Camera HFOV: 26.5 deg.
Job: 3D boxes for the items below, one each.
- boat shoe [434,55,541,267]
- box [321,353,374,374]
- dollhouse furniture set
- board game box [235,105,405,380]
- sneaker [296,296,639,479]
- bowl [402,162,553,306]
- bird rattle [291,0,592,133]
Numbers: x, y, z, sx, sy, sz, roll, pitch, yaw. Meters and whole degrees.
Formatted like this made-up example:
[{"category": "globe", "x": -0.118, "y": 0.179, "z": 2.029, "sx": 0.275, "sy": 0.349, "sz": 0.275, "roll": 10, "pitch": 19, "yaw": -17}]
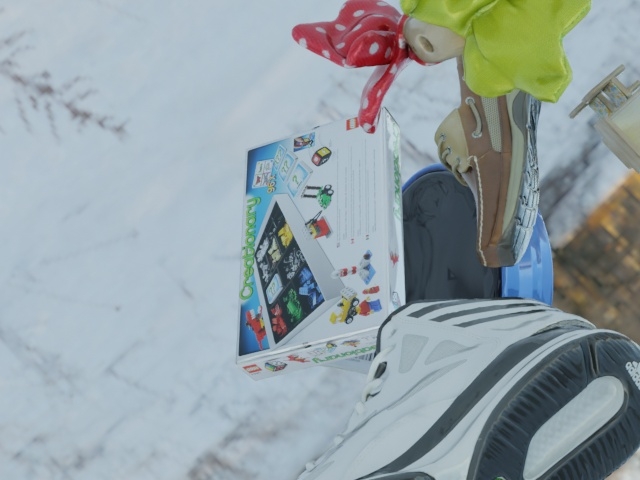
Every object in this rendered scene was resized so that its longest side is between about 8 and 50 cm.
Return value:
[{"category": "boat shoe", "x": 0.202, "y": -0.115, "z": 1.652, "sx": 0.122, "sy": 0.120, "sz": 0.324, "roll": 66, "pitch": 27, "yaw": -55}, {"category": "box", "x": 0.051, "y": 0.122, "z": 1.772, "sx": 0.322, "sy": 0.232, "sz": 0.058, "roll": -154, "pitch": -102, "yaw": -68}, {"category": "dollhouse furniture set", "x": 0.522, "y": -0.173, "z": 2.279, "sx": 0.161, "sy": 0.212, "sz": 0.242, "roll": -40, "pitch": 173, "yaw": -16}, {"category": "board game box", "x": 0.000, "y": 0.000, "z": 1.584, "sx": 0.193, "sy": 0.305, "sz": 0.053, "roll": -15, "pitch": 144, "yaw": 23}, {"category": "sneaker", "x": 0.063, "y": 0.208, "z": 1.217, "sx": 0.448, "sy": 0.169, "sz": 0.257, "roll": -34, "pitch": -160, "yaw": -7}, {"category": "bowl", "x": 0.190, "y": 0.070, "z": 1.976, "sx": 0.077, "sy": 0.391, "sz": 0.391, "roll": 3, "pitch": 145, "yaw": -27}, {"category": "bird rattle", "x": 0.115, "y": -0.156, "z": 0.923, "sx": 0.207, "sy": 0.143, "sz": 0.253, "roll": -34, "pitch": -177, "yaw": -19}]
